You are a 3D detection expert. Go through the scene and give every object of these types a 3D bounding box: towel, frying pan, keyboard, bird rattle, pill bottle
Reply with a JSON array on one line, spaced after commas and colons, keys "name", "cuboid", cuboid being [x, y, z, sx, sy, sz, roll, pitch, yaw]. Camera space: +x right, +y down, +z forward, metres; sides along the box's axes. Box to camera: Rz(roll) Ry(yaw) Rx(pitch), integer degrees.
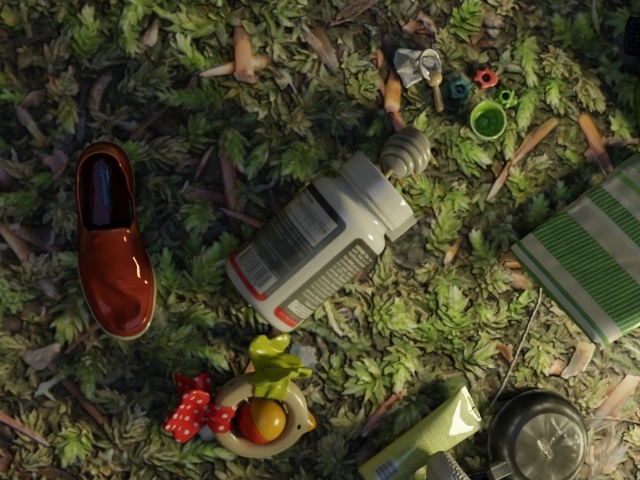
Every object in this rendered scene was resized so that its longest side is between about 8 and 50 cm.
[{"name": "towel", "cuboid": [0.535, 0.010, 1.233, 0.325, 0.038, 0.247, -35, 66, -7]}, {"name": "frying pan", "cuboid": [0.338, 0.373, 1.261, 0.327, 0.053, 0.197, -3, 92, -11]}, {"name": "keyboard", "cuboid": [0.658, -0.387, 1.291, 0.192, 0.038, 0.100, 2, 91, -8]}, {"name": "bird rattle", "cuboid": [-0.120, 0.282, 1.161, 0.254, 0.143, 0.206, -33, 111, -3]}, {"name": "pill bottle", "cuboid": [0.000, 0.000, 1.128, 0.283, 0.161, 0.161, -41, 96, 4]}]

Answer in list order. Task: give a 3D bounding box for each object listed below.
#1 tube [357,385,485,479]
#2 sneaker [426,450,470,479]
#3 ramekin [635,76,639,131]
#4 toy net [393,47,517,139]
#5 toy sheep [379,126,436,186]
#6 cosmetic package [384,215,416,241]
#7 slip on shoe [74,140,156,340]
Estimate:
[{"name": "tube", "cuboid": [0.179, 0.359, 1.235, 0.240, 0.070, 0.062, -33, 57, -11]}, {"name": "sneaker", "cuboid": [0.201, 0.545, 1.182, 0.210, 0.137, 0.365, -24, 106, -7]}, {"name": "ramekin", "cuboid": [0.730, -0.249, 1.220, 0.304, 0.148, 0.303, 0, 97, 2]}, {"name": "toy net", "cuboid": [0.238, -0.279, 1.233, 0.232, 0.045, 0.122, 35, 87, -7]}, {"name": "toy sheep", "cuboid": [0.146, -0.144, 1.202, 0.091, 0.091, 0.132, 45, 54, -6]}, {"name": "cosmetic package", "cuboid": [0.107, -0.059, 1.221, 0.060, 0.041, 0.115, -38, 96, -5]}, {"name": "slip on shoe", "cuboid": [-0.339, 0.002, 1.134, 0.123, 0.101, 0.331, -6, 93, -9]}]
